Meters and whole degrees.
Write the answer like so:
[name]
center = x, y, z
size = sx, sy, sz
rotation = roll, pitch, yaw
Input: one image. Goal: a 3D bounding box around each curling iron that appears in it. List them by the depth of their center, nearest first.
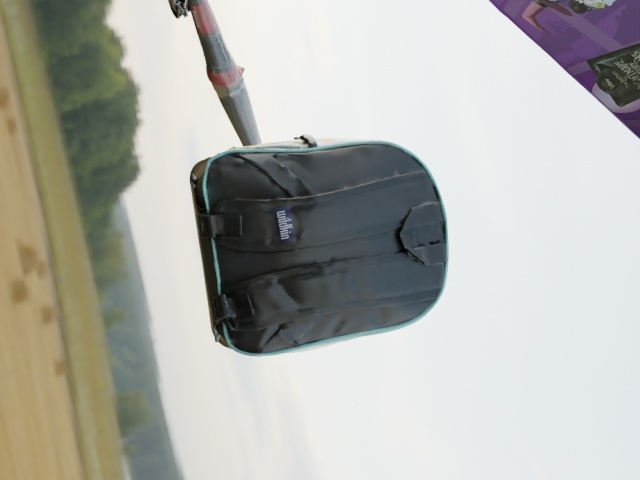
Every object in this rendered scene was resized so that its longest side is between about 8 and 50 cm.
[curling iron]
center = -0.093, -0.164, 1.306
size = 0.068, 0.035, 0.274
rotation = 58, -3, 37

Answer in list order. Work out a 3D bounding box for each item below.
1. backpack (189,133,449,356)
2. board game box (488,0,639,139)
[backpack]
center = 0.000, 0.000, 1.099
size = 0.144, 0.188, 0.166
rotation = -177, -102, -84
[board game box]
center = 0.136, -0.188, 0.548
size = 0.208, 0.056, 0.347
rotation = 40, 47, -31
